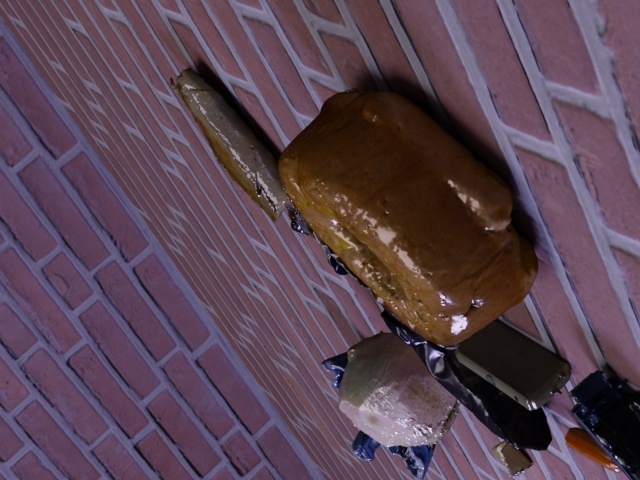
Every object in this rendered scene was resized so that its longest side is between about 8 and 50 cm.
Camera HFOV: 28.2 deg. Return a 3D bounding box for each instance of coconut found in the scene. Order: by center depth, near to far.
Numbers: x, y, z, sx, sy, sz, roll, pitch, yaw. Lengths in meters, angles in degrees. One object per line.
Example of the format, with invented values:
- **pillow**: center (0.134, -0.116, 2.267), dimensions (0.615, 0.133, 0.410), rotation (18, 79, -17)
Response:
- **coconut**: center (0.117, 0.230, 2.010), dimensions (0.194, 0.194, 0.194), rotation (46, 166, 15)

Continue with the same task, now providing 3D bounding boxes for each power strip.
- **power strip**: center (0.248, 0.159, 1.617), dimensions (0.169, 0.076, 0.028), rotation (34, 157, 50)

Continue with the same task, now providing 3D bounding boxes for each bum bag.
- **bum bag**: center (0.191, 0.157, 1.735), dimensions (0.340, 0.095, 0.144), rotation (48, -164, 10)

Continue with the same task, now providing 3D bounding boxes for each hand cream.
- **hand cream**: center (0.000, 0.000, 2.061), dimensions (0.163, 0.039, 0.062), rotation (45, 169, 42)

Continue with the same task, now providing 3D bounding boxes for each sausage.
- **sausage**: center (0.365, 0.275, 1.661), dimensions (0.107, 0.031, 0.031), rotation (24, 152, 57)

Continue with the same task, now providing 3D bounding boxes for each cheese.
- **cheese**: center (0.304, 0.344, 2.012), dimensions (0.060, 0.041, 0.084), rotation (55, -177, 9)

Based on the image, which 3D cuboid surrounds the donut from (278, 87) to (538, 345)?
- **donut**: center (0.097, -0.027, 1.442), dimensions (0.299, 0.150, 0.317), rotation (53, 166, -27)

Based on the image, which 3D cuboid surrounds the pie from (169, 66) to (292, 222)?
- **pie**: center (-0.139, -0.157, 1.989), dimensions (0.282, 0.068, 0.128), rotation (50, 165, 1)

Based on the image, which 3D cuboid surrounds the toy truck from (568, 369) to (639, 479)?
- **toy truck**: center (0.367, 0.241, 1.472), dimensions (0.201, 0.074, 0.088), rotation (49, 171, 2)

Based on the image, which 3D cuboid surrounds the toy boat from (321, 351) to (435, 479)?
- **toy boat**: center (0.104, 0.331, 2.369), dimensions (0.309, 0.142, 0.129), rotation (52, 156, -15)
